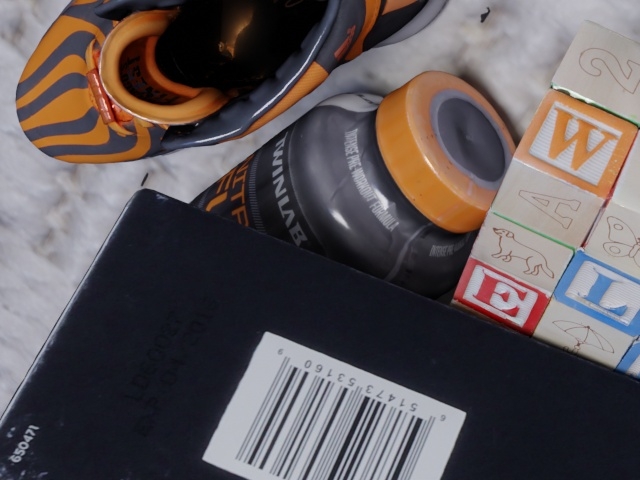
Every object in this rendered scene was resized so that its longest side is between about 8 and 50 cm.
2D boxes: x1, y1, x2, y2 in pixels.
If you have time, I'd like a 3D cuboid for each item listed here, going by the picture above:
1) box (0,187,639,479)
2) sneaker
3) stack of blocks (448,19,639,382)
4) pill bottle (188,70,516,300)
[{"bbox_3d":[0.002,0.169,0.839,0.296,0.183,0.294,21,148,9],"label":"box"},{"bbox_3d":[-0.093,-0.107,0.915,0.321,0.180,0.125,-23,99,36],"label":"sneaker"},{"bbox_3d":[0.217,0.040,0.749,0.297,0.087,0.171,26,149,6],"label":"stack of blocks"},{"bbox_3d":[0.000,0.000,0.940,0.245,0.130,0.130,-35,91,37],"label":"pill bottle"}]
